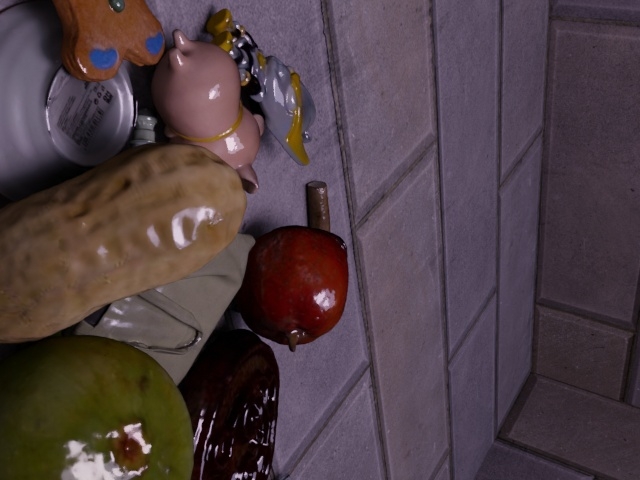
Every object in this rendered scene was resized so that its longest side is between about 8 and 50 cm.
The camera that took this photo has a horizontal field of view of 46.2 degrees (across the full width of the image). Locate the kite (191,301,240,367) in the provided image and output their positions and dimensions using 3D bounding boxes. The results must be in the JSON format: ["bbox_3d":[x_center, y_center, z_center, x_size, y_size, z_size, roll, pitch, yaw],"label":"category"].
[{"bbox_3d":[-0.202,0.160,1.347,0.360,0.022,0.204,24,84,-59],"label":"kite"}]

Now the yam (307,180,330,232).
[{"bbox_3d":[0.000,0.000,1.586,0.046,0.046,0.264,-37,132,-47],"label":"yam"}]

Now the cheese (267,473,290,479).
[{"bbox_3d":[-0.121,0.558,1.645,0.171,0.047,0.092,-41,139,-43],"label":"cheese"}]

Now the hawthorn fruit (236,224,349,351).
[{"bbox_3d":[-0.051,0.095,1.354,0.215,0.215,0.250,55,23,-53],"label":"hawthorn fruit"}]

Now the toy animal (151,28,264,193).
[{"bbox_3d":[-0.170,-0.194,1.101,0.248,0.149,0.165,62,34,-49],"label":"toy animal"}]

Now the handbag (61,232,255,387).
[{"bbox_3d":[-0.241,0.107,1.127,0.316,0.109,0.253,-57,147,5],"label":"handbag"}]

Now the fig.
[{"bbox_3d":[-0.320,0.272,0.926,0.316,0.316,0.316,-33,131,-49],"label":"fig"}]

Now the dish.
[{"bbox_3d":[-0.307,-0.163,0.932,0.260,0.085,0.260,-23,117,-56],"label":"dish"}]

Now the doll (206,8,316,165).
[{"bbox_3d":[-0.088,-0.261,1.268,0.103,0.145,0.316,-40,142,7],"label":"doll"}]

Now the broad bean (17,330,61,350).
[{"bbox_3d":[-0.370,0.085,1.007,0.060,0.043,0.297,2,102,-38],"label":"broad bean"}]

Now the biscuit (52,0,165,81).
[{"bbox_3d":[-0.282,-0.347,0.862,0.205,0.049,0.324,-48,123,-55],"label":"biscuit"}]

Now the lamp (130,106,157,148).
[{"bbox_3d":[-0.253,-0.112,1.081,0.091,0.091,0.163,8,83,-60],"label":"lamp"}]

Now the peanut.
[{"bbox_3d":[-0.274,0.001,0.907,0.387,0.192,0.169,-24,92,-12],"label":"peanut"}]

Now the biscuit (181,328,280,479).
[{"bbox_3d":[-0.158,0.361,1.318,0.407,0.091,0.407,10,90,-75],"label":"biscuit"}]
